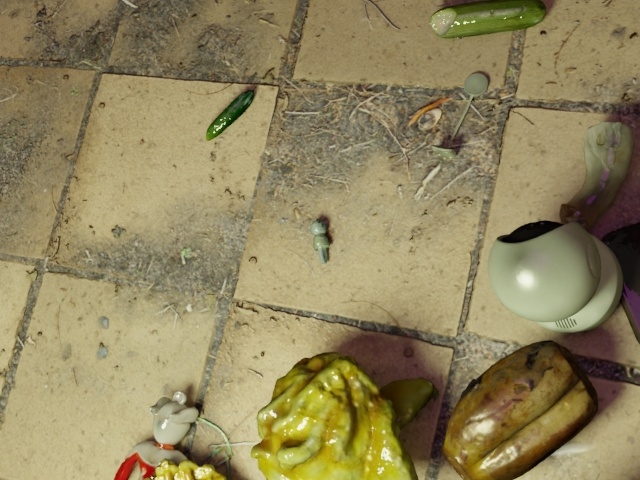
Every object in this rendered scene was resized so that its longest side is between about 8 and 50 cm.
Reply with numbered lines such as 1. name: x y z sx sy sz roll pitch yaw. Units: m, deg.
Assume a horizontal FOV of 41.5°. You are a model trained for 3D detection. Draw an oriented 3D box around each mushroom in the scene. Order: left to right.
1. mushroom: 0.513 -0.110 1.565 0.092 0.081 0.223 22 87 -11

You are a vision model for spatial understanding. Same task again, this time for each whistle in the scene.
1. whistle: 0.000 0.000 1.747 0.035 0.035 0.100 -14 72 16

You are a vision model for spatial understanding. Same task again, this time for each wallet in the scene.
1. wallet: 0.617 0.107 1.482 0.165 0.042 0.309 -23 68 13

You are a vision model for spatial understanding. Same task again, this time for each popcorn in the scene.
1. popcorn: 0.046 0.346 1.502 0.321 0.290 0.326 -49 46 4

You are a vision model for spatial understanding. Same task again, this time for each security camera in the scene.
1. security camera: 0.394 0.058 1.456 0.195 0.236 0.194 -11 73 38

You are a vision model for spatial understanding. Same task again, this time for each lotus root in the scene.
1. lotus root: 0.335 0.301 1.460 0.291 0.193 0.193 -40 66 6

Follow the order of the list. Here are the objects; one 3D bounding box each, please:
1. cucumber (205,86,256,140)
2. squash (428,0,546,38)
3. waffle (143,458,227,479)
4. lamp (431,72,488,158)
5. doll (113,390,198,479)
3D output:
1. cucumber: -0.200 -0.285 1.900 0.168 0.039 0.039 -44 65 6
2. squash: 0.340 -0.458 1.732 0.239 0.069 0.069 -3 74 19
3. waffle: -0.253 0.563 1.623 0.291 0.051 0.291 0 85 -2
4. lamp: 0.284 -0.257 1.708 0.050 0.056 0.198 19 79 27
5. doll: -0.337 0.492 1.706 0.188 0.099 0.383 15 87 22
